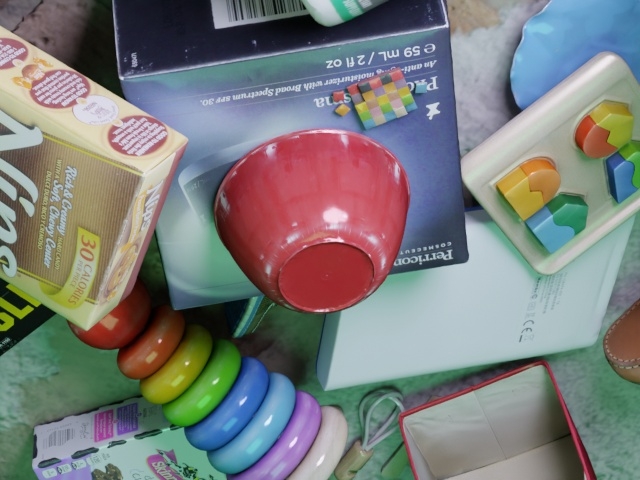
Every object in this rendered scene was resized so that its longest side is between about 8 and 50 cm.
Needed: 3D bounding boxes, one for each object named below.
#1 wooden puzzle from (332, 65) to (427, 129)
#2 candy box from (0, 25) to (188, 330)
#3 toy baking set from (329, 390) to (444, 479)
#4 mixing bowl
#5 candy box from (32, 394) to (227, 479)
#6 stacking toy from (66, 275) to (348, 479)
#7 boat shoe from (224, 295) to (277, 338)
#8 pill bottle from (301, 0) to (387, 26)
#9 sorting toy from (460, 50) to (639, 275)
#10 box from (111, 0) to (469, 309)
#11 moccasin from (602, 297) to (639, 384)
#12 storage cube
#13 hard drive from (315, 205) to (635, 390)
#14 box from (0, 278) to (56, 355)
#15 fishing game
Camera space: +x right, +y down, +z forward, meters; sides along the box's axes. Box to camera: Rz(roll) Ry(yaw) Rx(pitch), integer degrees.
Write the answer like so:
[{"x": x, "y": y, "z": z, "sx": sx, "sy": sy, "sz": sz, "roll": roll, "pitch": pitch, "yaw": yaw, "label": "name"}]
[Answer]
[{"x": 0.053, "y": -0.124, "z": 1.715, "sx": 0.083, "sy": 0.006, "sz": 0.049, "roll": -21, "pitch": 131, "yaw": 7, "label": "wooden puzzle"}, {"x": -0.289, "y": -0.082, "z": 1.728, "sx": 0.316, "sy": 0.087, "sz": 0.183, "roll": 31, "pitch": 125, "yaw": 11, "label": "candy box"}, {"x": 0.029, "y": 0.251, "z": 2.272, "sx": 0.256, "sy": 0.030, "sz": 0.196, "roll": -7, "pitch": 132, "yaw": -3, "label": "toy baking set"}, {"x": 0.000, "y": 0.000, "z": 1.755, "sx": 0.181, "sy": 0.098, "sz": 0.181, "roll": -6, "pitch": 134, "yaw": -6, "label": "mixing bowl"}, {"x": -0.202, "y": 0.260, "z": 2.208, "sx": 0.196, "sy": 0.070, "sz": 0.164, "roll": -17, "pitch": 126, "yaw": 6, "label": "candy box"}, {"x": -0.132, "y": 0.147, "z": 2.060, "sx": 0.330, "sy": 0.141, "sz": 0.141, "roll": 40, "pitch": 117, "yaw": -18, "label": "stacking toy"}, {"x": -0.048, "y": 0.036, "z": 2.044, "sx": 0.066, "sy": 0.066, "sz": 0.183, "roll": 1, "pitch": 138, "yaw": -25, "label": "boat shoe"}, {"x": 0.119, "y": -0.341, "z": 1.633, "sx": 0.361, "sy": 0.204, "sz": 0.204, "roll": -26, "pitch": 130, "yaw": 8, "label": "pill bottle"}, {"x": 0.255, "y": -0.067, "z": 1.939, "sx": 0.193, "sy": 0.038, "sz": 0.208, "roll": -37, "pitch": 137, "yaw": 6, "label": "sorting toy"}, {"x": -0.023, "y": -0.112, "z": 1.840, "sx": 0.296, "sy": 0.182, "sz": 0.294, "roll": -10, "pitch": 134, "yaw": 0, "label": "box"}, {"x": 0.446, "y": 0.012, "z": 2.052, "sx": 0.380, "sy": 0.139, "sz": 0.147, "roll": -37, "pitch": 126, "yaw": 22, "label": "moccasin"}, {"x": 0.219, "y": 0.284, "z": 2.214, "sx": 0.184, "sy": 0.215, "sz": 0.193, "roll": -22, "pitch": 137, "yaw": 7, "label": "storage cube"}, {"x": 0.161, "y": 0.051, "z": 2.060, "sx": 0.319, "sy": 0.040, "sz": 0.210, "roll": -8, "pitch": 134, "yaw": -20, "label": "hard drive"}, {"x": -0.390, "y": 0.015, "z": 1.964, "sx": 0.322, "sy": 0.079, "sz": 0.257, "roll": -36, "pitch": 129, "yaw": 21, "label": "box"}, {"x": 0.271, "y": -0.185, "z": 1.918, "sx": 0.189, "sy": 0.041, "sz": 0.264, "roll": -4, "pitch": 127, "yaw": -16, "label": "fishing game"}]
